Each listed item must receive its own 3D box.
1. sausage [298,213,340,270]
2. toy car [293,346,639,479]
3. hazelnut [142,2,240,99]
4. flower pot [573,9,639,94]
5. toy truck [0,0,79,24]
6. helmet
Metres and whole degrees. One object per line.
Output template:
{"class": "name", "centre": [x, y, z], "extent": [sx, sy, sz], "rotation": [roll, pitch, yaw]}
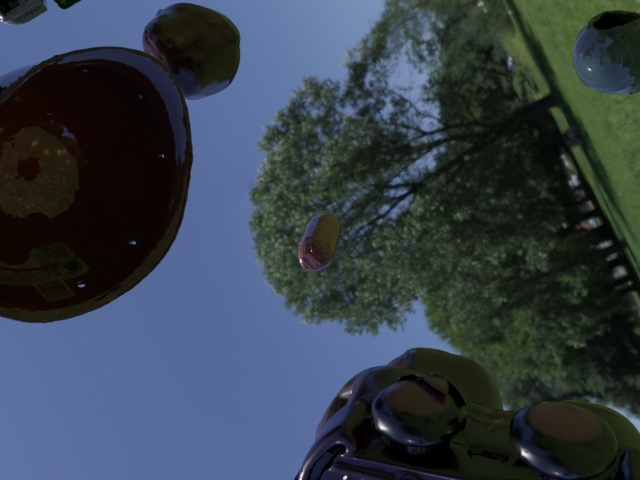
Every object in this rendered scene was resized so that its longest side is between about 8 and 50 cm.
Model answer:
{"class": "sausage", "centre": [0.000, 0.000, 1.135], "extent": [0.062, 0.062, 0.154], "rotation": [59, -162, -16]}
{"class": "toy car", "centre": [0.154, 0.233, 0.628], "extent": [0.240, 0.341, 0.271], "rotation": [-39, -47, -63]}
{"class": "hazelnut", "centre": [-0.283, -0.417, 1.453], "extent": [0.229, 0.230, 0.229], "rotation": [48, -153, -36]}
{"class": "flower pot", "centre": [0.620, -0.381, 1.330], "extent": [0.243, 0.189, 0.157], "rotation": [-18, -62, -31]}
{"class": "toy truck", "centre": [-0.362, -0.401, 0.916], "extent": [0.124, 0.253, 0.114], "rotation": [56, -175, -44]}
{"class": "helmet", "centre": [-0.374, -0.102, 0.909], "extent": [0.230, 0.384, 0.338], "rotation": [29, -163, 34]}
